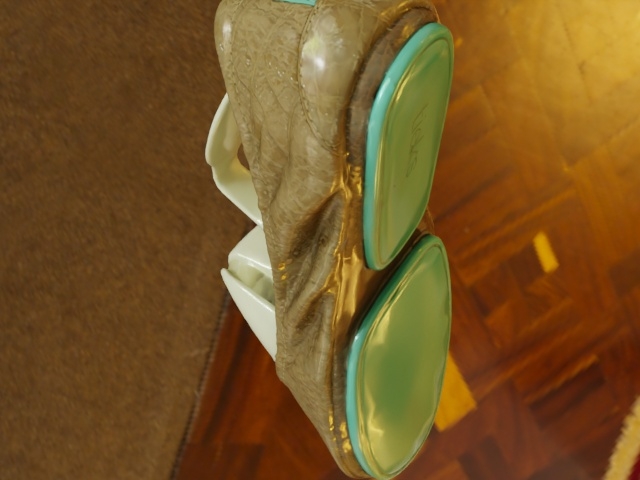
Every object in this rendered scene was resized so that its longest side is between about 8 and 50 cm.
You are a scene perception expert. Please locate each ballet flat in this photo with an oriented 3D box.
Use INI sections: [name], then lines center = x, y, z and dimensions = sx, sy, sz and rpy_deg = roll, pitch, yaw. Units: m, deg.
[ballet flat]
center = 0.000, 0.000, 0.631
dimensions = 0.116, 0.124, 0.342
rpy_deg = -50, 153, -28
